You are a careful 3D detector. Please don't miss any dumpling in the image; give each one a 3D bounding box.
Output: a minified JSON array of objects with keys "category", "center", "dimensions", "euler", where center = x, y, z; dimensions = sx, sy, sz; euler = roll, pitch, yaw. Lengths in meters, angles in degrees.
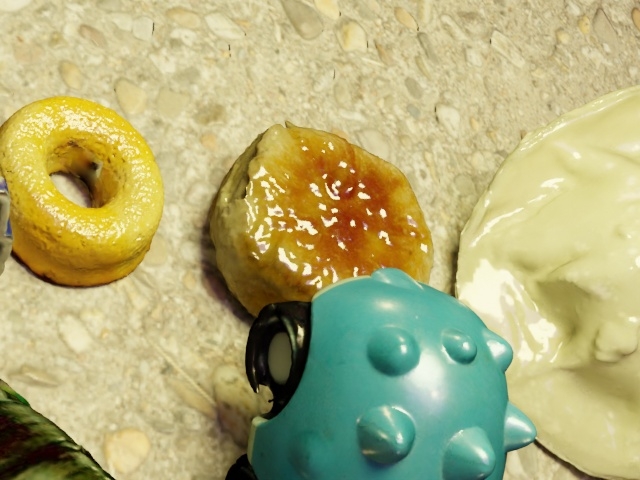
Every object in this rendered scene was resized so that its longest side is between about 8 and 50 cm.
[{"category":"dumpling","center":[0.284,0.059,0.999],"dimensions":[0.315,0.233,0.395],"euler":[-16,90,-8]}]

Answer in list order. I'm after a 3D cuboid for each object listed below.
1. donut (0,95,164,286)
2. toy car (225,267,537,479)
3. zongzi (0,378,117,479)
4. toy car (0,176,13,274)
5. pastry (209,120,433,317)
[{"category":"donut","center":[-0.185,-0.042,0.774],"dimensions":[0.152,0.058,0.152],"euler":[16,57,-26]},{"category":"toy car","center":[0.050,0.153,0.720],"dimensions":[0.188,0.190,0.255],"euler":[7,99,-35]},{"category":"zongzi","center":[-0.260,0.120,0.470],"dimensions":[0.362,0.383,0.319],"euler":[44,39,12]},{"category":"toy car","center":[-0.318,-0.021,0.608],"dimensions":[0.235,0.172,0.158],"euler":[2,50,-32]},{"category":"pastry","center":[0.000,0.000,0.858],"dimensions":[0.192,0.093,0.182],"euler":[27,54,-17]}]
